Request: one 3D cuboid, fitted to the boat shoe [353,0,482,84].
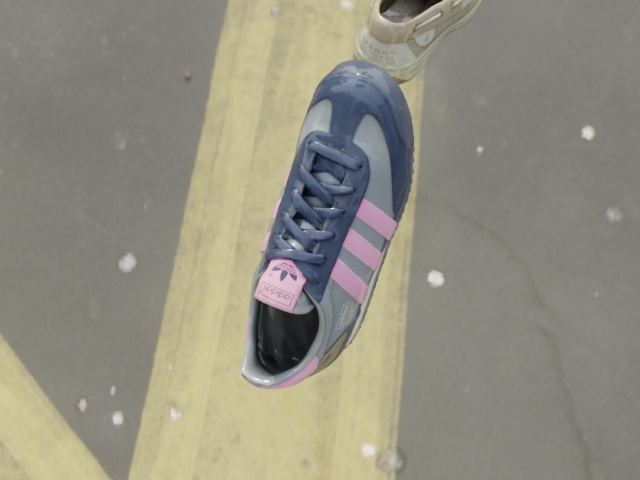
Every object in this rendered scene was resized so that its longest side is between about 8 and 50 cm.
[{"bbox_3d":[0.135,-0.312,1.399,0.109,0.098,0.302,27,52,12],"label":"boat shoe"}]

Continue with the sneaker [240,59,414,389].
[{"bbox_3d":[0.000,0.000,1.030,0.112,0.319,0.131,22,31,21],"label":"sneaker"}]
